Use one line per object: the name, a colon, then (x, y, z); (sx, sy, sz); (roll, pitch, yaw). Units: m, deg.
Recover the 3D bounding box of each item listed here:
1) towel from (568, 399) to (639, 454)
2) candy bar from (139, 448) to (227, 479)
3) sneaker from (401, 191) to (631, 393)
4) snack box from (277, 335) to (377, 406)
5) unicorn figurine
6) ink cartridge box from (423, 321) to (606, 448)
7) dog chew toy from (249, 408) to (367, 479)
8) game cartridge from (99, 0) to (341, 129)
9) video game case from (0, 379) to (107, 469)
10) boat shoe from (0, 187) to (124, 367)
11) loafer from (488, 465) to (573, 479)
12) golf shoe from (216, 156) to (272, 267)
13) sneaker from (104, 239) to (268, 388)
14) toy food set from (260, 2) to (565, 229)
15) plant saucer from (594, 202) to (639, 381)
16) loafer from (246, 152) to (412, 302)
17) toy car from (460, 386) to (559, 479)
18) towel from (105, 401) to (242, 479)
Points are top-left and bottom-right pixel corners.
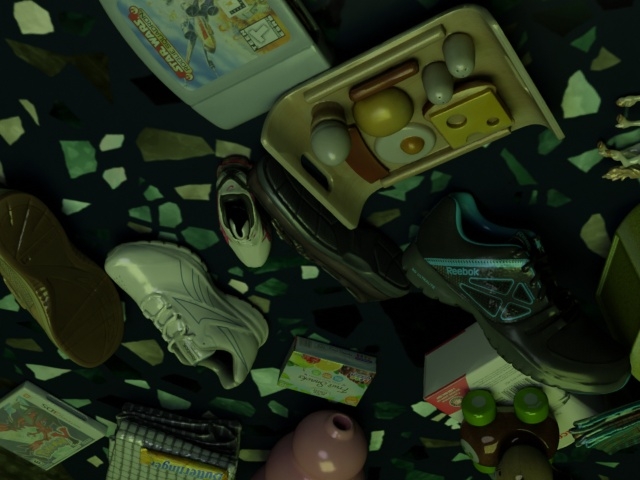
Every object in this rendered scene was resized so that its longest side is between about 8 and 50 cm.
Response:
towel: (0.520, 0.255, 1.345); (0.271, 0.040, 0.370); (-23, 158, 16)
candy bar: (-0.230, 0.385, 1.568); (0.161, 0.018, 0.040); (14, 127, 7)
sneaker: (0.265, 0.070, 1.212); (0.341, 0.125, 0.140); (35, 124, 16)
snack box: (0.010, 0.216, 1.517); (0.141, 0.037, 0.100); (16, 135, -8)
unicorn figurine: (0.410, -0.134, 1.125); (0.111, 0.060, 0.162); (9, 150, -2)
ink cartridge box: (0.306, 0.233, 1.451); (0.237, 0.100, 0.172); (34, 129, -23)
dog chew toy: (-0.016, 0.425, 1.621); (0.206, 0.207, 0.332); (16, 125, -8)
game cartridge: (-0.132, -0.265, 1.067); (0.198, 0.062, 0.297); (-25, 126, 22)
video game case: (-0.531, 0.351, 1.726); (0.201, 0.023, 0.183); (-33, 122, 32)
boat shoe: (-0.403, 0.050, 1.376); (0.110, 0.121, 0.341); (22, 144, 41)
loafer: (0.410, 0.441, 1.647); (0.267, 0.096, 0.084); (35, 122, -22)
golf shoe: (-0.111, -0.021, 1.274); (0.067, 0.086, 0.186); (-4, 134, 9)
sneaker: (-0.198, 0.108, 1.379); (0.297, 0.129, 0.111); (38, 129, -24)
toy food set: (0.112, -0.129, 1.103); (0.306, 0.092, 0.220); (-22, 140, 24)
plant saucer: (0.418, 0.075, 1.221); (0.045, 0.188, 0.188); (-3, 134, -5)
loafer: (0.000, 0.000, 1.270); (0.095, 0.109, 0.302); (-29, 127, 35)
toy car: (0.279, 0.337, 1.352); (0.149, 0.188, 0.155); (-6, 132, 13)
towel: (-0.269, 0.425, 1.698); (0.235, 0.121, 0.284); (15, 129, 4)
